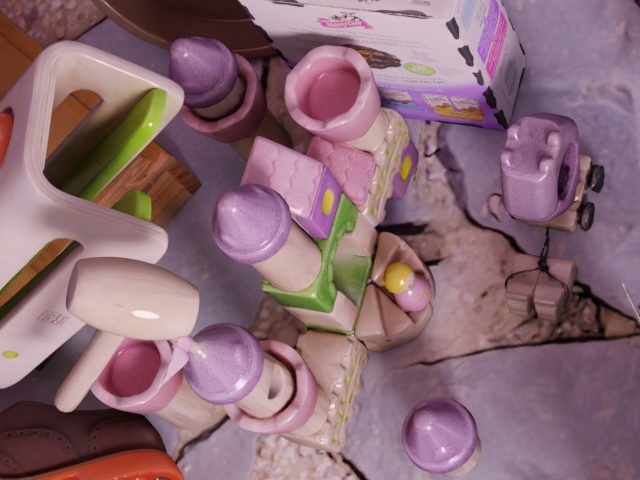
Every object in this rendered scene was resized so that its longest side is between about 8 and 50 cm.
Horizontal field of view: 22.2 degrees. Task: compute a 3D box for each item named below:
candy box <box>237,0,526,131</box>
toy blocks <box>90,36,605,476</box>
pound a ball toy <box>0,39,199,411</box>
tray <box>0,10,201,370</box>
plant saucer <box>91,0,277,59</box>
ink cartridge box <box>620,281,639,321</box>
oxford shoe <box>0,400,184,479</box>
[{"bbox_3d":[0.050,-0.158,1.205,0.165,0.196,0.070,10,74,22],"label":"candy box"},{"bbox_3d":[0.000,0.000,1.129,0.309,0.260,0.288,10,74,22],"label":"toy blocks"},{"bbox_3d":[-0.203,0.011,1.080,0.319,0.136,0.208,-37,41,48],"label":"pound a ball toy"},{"bbox_3d":[-0.313,-0.098,1.379,0.411,0.076,0.203,39,86,27],"label":"tray"},{"bbox_3d":[-0.075,-0.273,1.279,0.278,0.278,0.041,-21,31,11],"label":"plant saucer"},{"bbox_3d":[0.218,0.181,1.028,0.097,0.189,0.255,-26,63,10],"label":"ink cartridge box"},{"bbox_3d":[-0.240,0.175,1.187,0.098,0.271,0.097,58,139,41],"label":"oxford shoe"}]
